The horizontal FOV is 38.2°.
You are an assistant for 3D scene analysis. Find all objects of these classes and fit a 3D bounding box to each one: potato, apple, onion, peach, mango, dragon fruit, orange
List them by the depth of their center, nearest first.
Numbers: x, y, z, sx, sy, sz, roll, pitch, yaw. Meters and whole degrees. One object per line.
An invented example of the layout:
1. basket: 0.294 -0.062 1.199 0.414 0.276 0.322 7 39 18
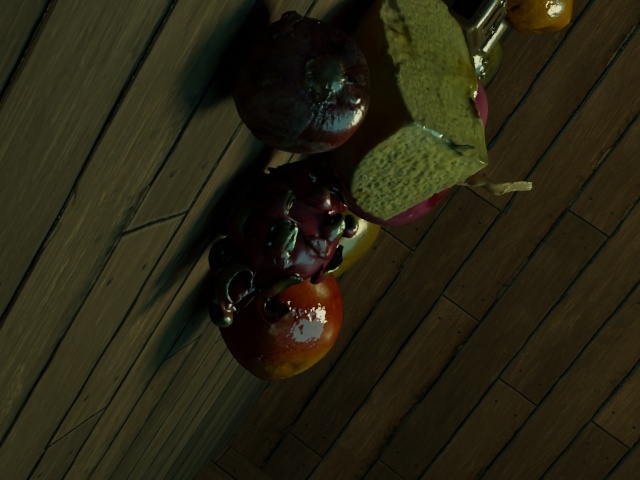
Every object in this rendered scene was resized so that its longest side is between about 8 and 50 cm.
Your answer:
1. onion: -0.031 -0.171 1.077 0.159 0.159 0.195 -52 -167 -18
2. apple: 0.127 -0.224 1.418 0.314 0.252 0.309 94 -11 -60
3. dragon fruit: -0.077 -0.008 1.440 0.273 0.198 0.218 -24 173 -20
4. peach: -0.081 0.131 1.720 0.281 0.238 0.281 12 90 -78
5. onion: 0.181 -0.182 1.772 0.358 0.345 0.358 -22 137 -23
6. mango: 0.000 0.000 1.962 0.317 0.173 0.211 -43 169 -24
7. orange: 0.455 -0.548 1.970 0.183 0.249 0.249 -38 177 15
8. potato: 0.316 -0.410 2.054 0.210 0.173 0.307 -54 176 12

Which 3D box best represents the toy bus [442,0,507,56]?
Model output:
1. toy bus: 0.253 -0.422 1.644 0.139 0.157 0.289 -54 173 5
